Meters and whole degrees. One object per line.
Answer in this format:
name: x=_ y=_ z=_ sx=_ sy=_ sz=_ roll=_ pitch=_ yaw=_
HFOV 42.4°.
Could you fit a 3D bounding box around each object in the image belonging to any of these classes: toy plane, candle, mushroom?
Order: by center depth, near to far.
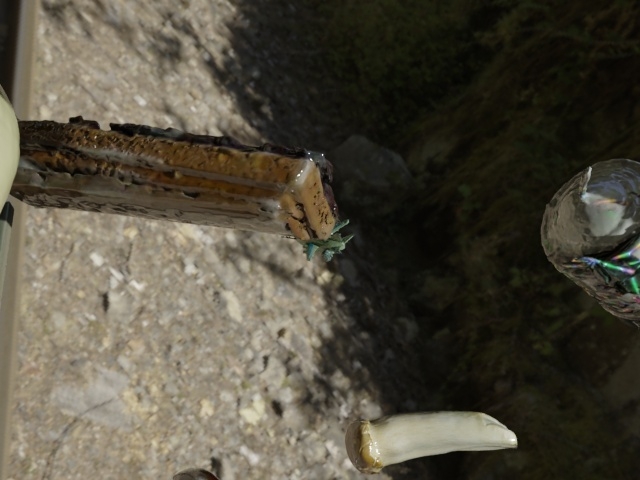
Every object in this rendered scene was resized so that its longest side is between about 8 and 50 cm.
toy plane: x=0.001 y=0.002 z=0.988 sx=0.080 sy=0.083 sz=0.033 roll=-47 pitch=128 yaw=-34
mushroom: x=0.135 y=0.245 z=1.021 sx=0.084 sy=0.209 sz=0.071 roll=84 pitch=0 yaw=-68
candle: x=0.403 y=-0.012 z=1.118 sx=0.330 sy=0.187 sz=0.187 roll=33 pitch=29 yaw=-34

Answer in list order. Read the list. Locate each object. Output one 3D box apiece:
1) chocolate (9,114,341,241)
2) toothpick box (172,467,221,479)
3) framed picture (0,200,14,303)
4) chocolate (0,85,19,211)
chocolate: x=-0.142 y=-0.048 z=0.700 sx=0.102 sy=0.329 sz=0.065 roll=70 pitch=35 yaw=-49
toothpick box: x=-0.188 y=0.325 z=0.756 sx=0.294 sy=0.192 sz=0.192 roll=-9 pitch=54 yaw=-19
framed picture: x=-0.445 y=0.064 z=0.776 sx=0.016 sy=0.289 sz=0.213 roll=87 pitch=0 yaw=-63
chocolate: x=-0.357 y=-0.053 z=0.530 sx=0.297 sy=0.314 sz=0.326 roll=59 pitch=14 yaw=-33
